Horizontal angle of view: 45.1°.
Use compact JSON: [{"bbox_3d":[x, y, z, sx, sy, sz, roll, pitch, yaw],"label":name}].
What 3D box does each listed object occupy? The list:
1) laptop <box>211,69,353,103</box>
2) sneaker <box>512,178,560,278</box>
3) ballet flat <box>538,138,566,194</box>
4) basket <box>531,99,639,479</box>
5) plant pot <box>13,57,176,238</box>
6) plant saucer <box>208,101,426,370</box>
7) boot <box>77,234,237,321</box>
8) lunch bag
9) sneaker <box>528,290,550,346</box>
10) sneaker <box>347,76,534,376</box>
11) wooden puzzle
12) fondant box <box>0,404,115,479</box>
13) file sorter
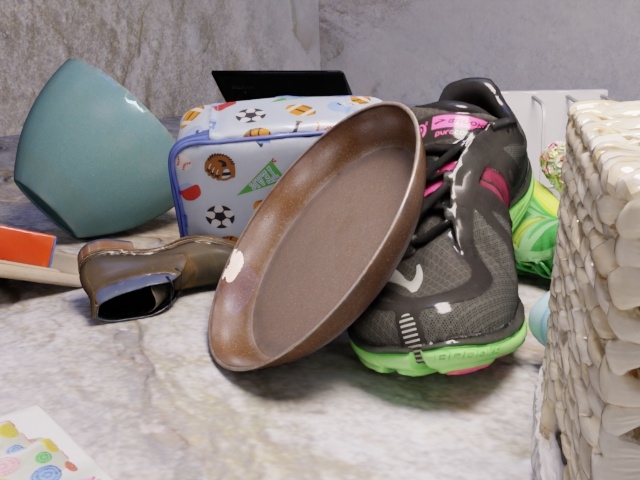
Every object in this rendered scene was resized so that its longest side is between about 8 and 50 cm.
[{"bbox_3d":[0.003,-0.327,1.965,0.382,0.236,0.408,9,18,32],"label":"laptop"},{"bbox_3d":[0.276,0.014,0.969,0.124,0.109,0.295,-30,20,4],"label":"sneaker"},{"bbox_3d":[0.383,-0.042,0.979,0.241,0.091,0.077,33,39,-5],"label":"ballet flat"},{"bbox_3d":[0.290,0.064,0.423,0.332,0.266,0.328,0,16,14],"label":"basket"},{"bbox_3d":[-0.373,-0.118,1.246,0.195,0.290,0.290,-49,36,-19],"label":"plant pot"},{"bbox_3d":[0.000,0.000,0.769,0.050,0.310,0.310,34,1,-24],"label":"plant saucer"},{"bbox_3d":[-0.177,0.054,0.926,0.219,0.082,0.106,-2,36,-17],"label":"boot"},{"bbox_3d":[-0.033,-0.059,0.993,0.304,0.243,0.115,-2,35,0],"label":"lunch bag"},{"bbox_3d":[0.344,0.032,0.778,0.366,0.135,0.150,-15,24,-42],"label":"sneaker"},{"bbox_3d":[0.126,-0.035,0.820,0.185,0.202,0.482,-7,29,20],"label":"sneaker"},{"bbox_3d":[-0.510,-0.007,0.969,0.322,0.080,0.348,9,0,33],"label":"wooden puzzle"},{"bbox_3d":[-0.169,0.196,0.304,0.238,0.096,0.330,-13,20,-36],"label":"fondant box"},{"bbox_3d":[0.403,-0.175,1.445,0.278,0.192,0.173,0,18,8],"label":"file sorter"}]
